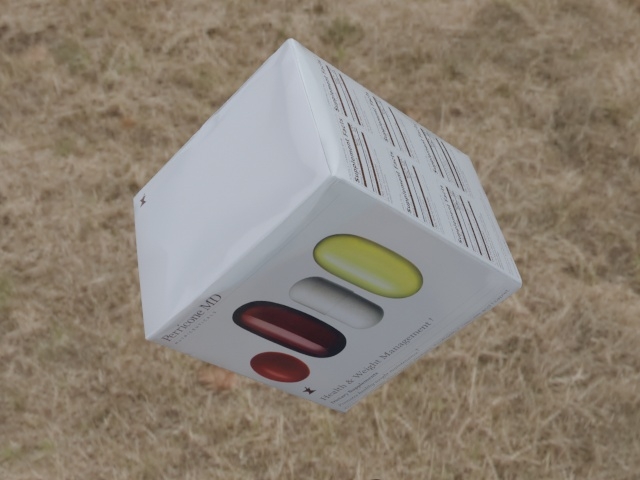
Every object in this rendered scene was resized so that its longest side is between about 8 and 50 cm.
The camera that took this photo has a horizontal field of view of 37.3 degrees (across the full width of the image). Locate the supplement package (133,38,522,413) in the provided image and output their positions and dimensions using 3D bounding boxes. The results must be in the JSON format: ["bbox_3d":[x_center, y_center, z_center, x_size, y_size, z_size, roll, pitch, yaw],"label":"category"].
[{"bbox_3d":[0.000,0.000,0.718,0.203,0.194,0.149,27,34,-37],"label":"supplement package"}]

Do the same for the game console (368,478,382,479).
[{"bbox_3d":[0.026,0.431,1.007,0.044,0.213,0.361,26,60,-25],"label":"game console"}]
